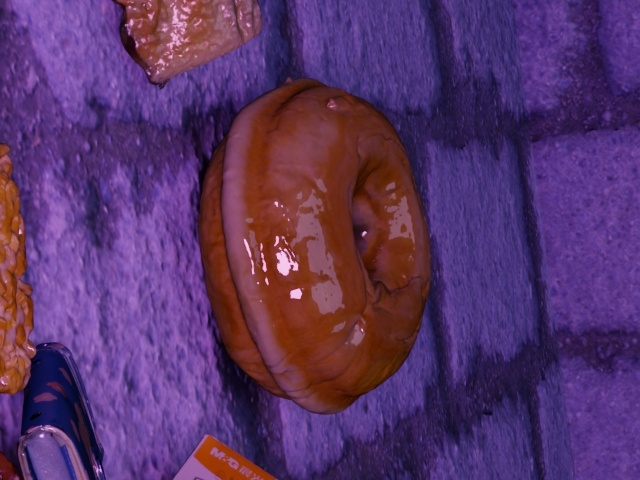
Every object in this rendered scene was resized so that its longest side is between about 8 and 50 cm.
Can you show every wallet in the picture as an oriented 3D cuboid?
[{"bbox_3d":[-0.234,0.190,1.281,0.202,0.059,0.141,-124,-160,-70],"label":"wallet"}]

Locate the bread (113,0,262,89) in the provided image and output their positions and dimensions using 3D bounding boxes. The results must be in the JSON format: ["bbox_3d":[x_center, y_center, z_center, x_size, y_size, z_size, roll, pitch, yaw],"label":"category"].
[{"bbox_3d":[-0.138,-0.299,1.639,0.251,0.133,0.174,-57,136,-56],"label":"bread"}]

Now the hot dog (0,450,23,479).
[{"bbox_3d":[-0.305,0.266,1.171,0.160,0.099,0.227,28,56,-67],"label":"hot dog"}]

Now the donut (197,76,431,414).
[{"bbox_3d":[0.000,0.000,1.785,0.449,0.198,0.449,34,51,-57],"label":"donut"}]

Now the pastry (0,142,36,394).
[{"bbox_3d":[-0.314,0.020,1.207,0.154,0.102,0.250,-16,100,-68],"label":"pastry"}]

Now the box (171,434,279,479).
[{"bbox_3d":[-0.069,0.354,1.476,0.091,0.274,0.221,-60,178,31],"label":"box"}]
